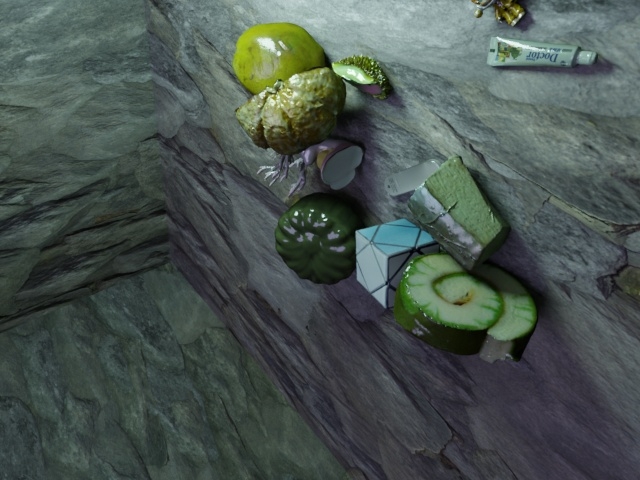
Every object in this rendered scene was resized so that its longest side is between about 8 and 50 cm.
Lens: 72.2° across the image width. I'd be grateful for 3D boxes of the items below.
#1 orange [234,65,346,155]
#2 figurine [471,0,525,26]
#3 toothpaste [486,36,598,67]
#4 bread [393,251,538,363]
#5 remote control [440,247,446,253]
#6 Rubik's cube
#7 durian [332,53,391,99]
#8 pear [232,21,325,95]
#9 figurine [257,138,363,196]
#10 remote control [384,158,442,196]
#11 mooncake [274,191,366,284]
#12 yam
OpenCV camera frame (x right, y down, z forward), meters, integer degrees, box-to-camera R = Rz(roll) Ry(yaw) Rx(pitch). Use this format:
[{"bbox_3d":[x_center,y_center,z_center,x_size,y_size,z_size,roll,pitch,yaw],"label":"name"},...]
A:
[{"bbox_3d":[-0.074,-0.398,1.428,0.369,0.271,0.210,-23,89,15],"label":"orange"},{"bbox_3d":[0.411,-0.563,1.014,0.143,0.068,0.101,29,138,22],"label":"figurine"},{"bbox_3d":[0.499,-0.427,1.009,0.255,0.037,0.067,31,134,43],"label":"toothpaste"},{"bbox_3d":[0.404,0.189,1.228,0.382,0.366,0.129,49,143,41],"label":"bread"},{"bbox_3d":[0.451,0.163,1.439,0.309,0.038,0.090,59,145,7],"label":"remote control"},{"bbox_3d":[0.250,0.071,1.455,0.205,0.205,0.207,-135,35,-53],"label":"Rubik's cube"},{"bbox_3d":[0.146,-0.512,1.357,0.221,0.137,0.095,44,109,36],"label":"durian"},{"bbox_3d":[-0.141,-0.609,1.505,0.321,0.269,0.269,16,131,6],"label":"pear"},{"bbox_3d":[-0.046,-0.279,1.604,0.316,0.206,0.284,34,94,45],"label":"figurine"},{"bbox_3d":[0.297,-0.201,1.421,0.245,0.022,0.077,-15,97,55],"label":"remote control"},{"bbox_3d":[0.000,0.000,1.692,0.356,0.194,0.356,15,132,18],"label":"mooncake"},{"bbox_3d":[0.396,-0.065,1.246,0.271,0.202,0.201,49,164,18],"label":"yam"}]
